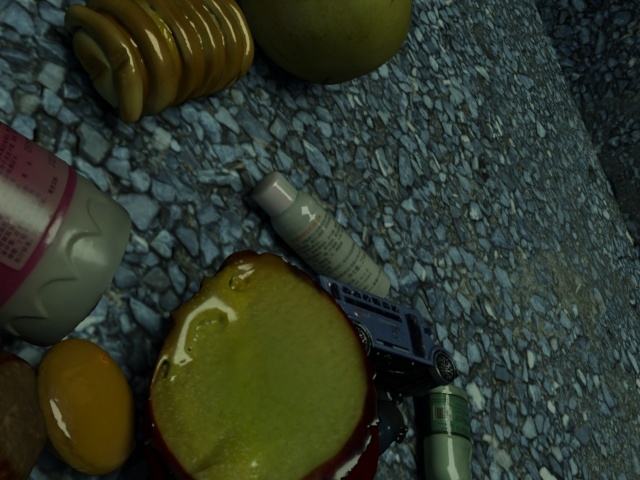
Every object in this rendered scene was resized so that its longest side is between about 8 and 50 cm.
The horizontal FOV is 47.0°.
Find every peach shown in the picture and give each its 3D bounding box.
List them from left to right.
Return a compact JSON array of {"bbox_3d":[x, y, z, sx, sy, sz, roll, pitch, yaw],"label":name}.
[{"bbox_3d":[-0.071,0.191,0.853,0.258,0.201,0.361,-5,50,-10],"label":"peach"}]

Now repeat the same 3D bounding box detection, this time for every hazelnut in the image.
[{"bbox_3d":[-0.313,0.165,0.632,0.143,0.143,0.154,21,46,-43],"label":"hazelnut"}]

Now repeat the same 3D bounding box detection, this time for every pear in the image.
[{"bbox_3d":[0.016,-0.413,1.245,0.309,0.309,0.309,28,49,-38],"label":"pear"}]

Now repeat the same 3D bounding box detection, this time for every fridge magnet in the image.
[{"bbox_3d":[-0.239,0.168,0.747,0.143,0.063,0.143,56,19,-31],"label":"fridge magnet"}]

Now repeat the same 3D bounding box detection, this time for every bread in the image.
[{"bbox_3d":[-0.204,-0.282,1.034,0.172,0.121,0.311,58,36,-6],"label":"bread"}]

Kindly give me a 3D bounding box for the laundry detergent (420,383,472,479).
[{"bbox_3d":[0.209,0.351,1.197,0.099,0.070,0.225,35,44,-42],"label":"laundry detergent"}]

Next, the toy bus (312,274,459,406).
[{"bbox_3d":[0.073,0.153,1.097,0.292,0.126,0.133,23,48,-39],"label":"toy bus"}]

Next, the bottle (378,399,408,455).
[{"bbox_3d":[0.033,0.289,1.021,0.082,0.072,0.244,31,26,28],"label":"bottle"}]

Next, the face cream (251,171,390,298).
[{"bbox_3d":[0.000,0.000,1.145,0.269,0.082,0.082,46,40,-23],"label":"face cream"}]

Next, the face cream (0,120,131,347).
[{"bbox_3d":[-0.307,-0.012,0.699,0.195,0.175,0.175,35,45,-31],"label":"face cream"}]
